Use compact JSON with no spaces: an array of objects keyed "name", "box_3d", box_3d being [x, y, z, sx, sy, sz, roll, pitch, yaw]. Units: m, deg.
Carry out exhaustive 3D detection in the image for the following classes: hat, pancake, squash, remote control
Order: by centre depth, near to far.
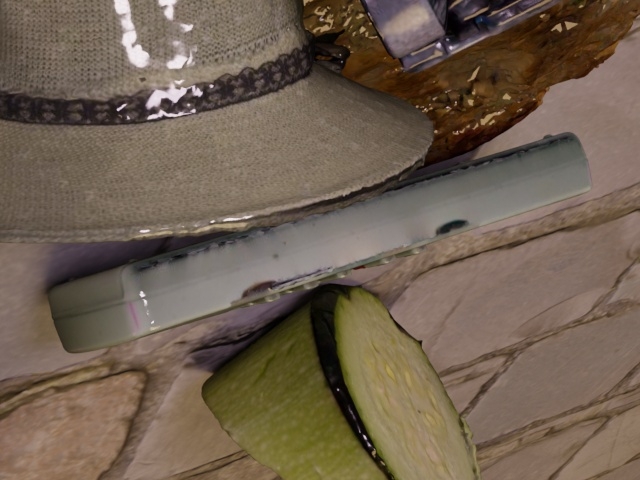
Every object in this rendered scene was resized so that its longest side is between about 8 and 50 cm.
[{"name":"hat","box_3d":[-0.082,-0.095,0.760,0.257,0.257,0.130,-15,112,-33]},{"name":"pancake","box_3d":[0.059,-0.120,1.012,0.356,0.065,0.356,-23,159,-9]},{"name":"remote control","box_3d":[0.000,0.001,1.155,0.344,0.050,0.145,-18,-179,-27]},{"name":"squash","box_3d":[0.025,0.150,1.351,0.133,0.220,0.220,-39,157,14]}]

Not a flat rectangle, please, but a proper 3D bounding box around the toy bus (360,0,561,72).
[{"name":"toy bus","box_3d":[0.032,-0.197,0.653,0.138,0.175,0.288,-27,158,5]}]
